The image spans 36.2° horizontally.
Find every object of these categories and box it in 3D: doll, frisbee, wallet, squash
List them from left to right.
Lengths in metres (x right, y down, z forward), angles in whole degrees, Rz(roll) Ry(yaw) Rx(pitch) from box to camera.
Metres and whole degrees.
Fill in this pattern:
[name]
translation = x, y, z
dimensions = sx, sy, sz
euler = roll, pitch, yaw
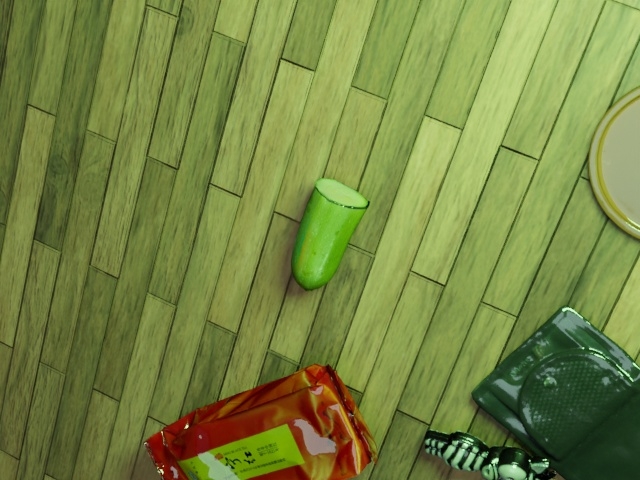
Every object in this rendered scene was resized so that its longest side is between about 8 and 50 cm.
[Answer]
[squash]
translation = 0.000, 0.000, 1.582
dimensions = 0.095, 0.095, 0.188
euler = 29, 116, 10
[doll]
translation = 0.277, 0.362, 1.608
dimensions = 0.219, 0.067, 0.091
euler = 12, 140, 18
[wallet]
translation = 0.430, 0.276, 1.538
dimensions = 0.323, 0.041, 0.247
euler = 40, 119, 2
[frisbee]
translation = 0.508, -0.110, 1.385
dimensions = 0.250, 0.021, 0.251
euler = 7, 111, 19

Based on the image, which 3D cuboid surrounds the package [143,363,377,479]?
[package]
translation = -0.099, 0.357, 1.723
dimensions = 0.423, 0.123, 0.196
euler = -25, 95, 27
